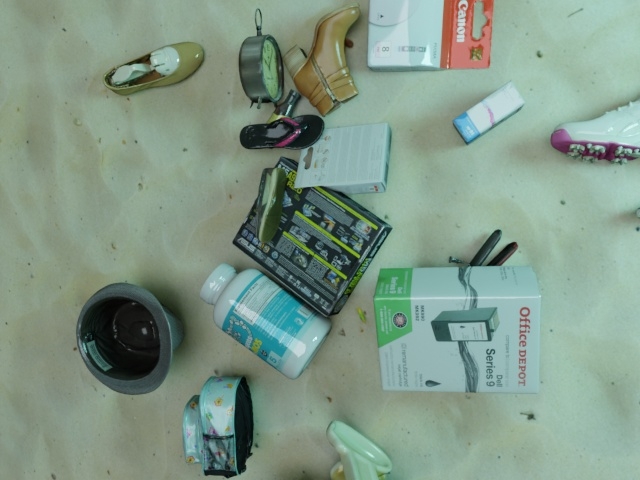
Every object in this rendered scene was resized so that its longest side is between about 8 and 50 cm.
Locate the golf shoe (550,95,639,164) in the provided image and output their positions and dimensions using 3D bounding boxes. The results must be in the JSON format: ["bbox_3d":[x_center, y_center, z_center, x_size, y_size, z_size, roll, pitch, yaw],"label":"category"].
[{"bbox_3d":[0.563,-0.207,0.998,0.306,0.115,0.140,2,85,8],"label":"golf shoe"}]

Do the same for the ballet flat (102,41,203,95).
[{"bbox_3d":[-0.365,-0.369,1.232,0.232,0.073,0.080,-18,91,15],"label":"ballet flat"}]

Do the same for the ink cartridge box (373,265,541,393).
[{"bbox_3d":[0.255,0.165,1.066,0.288,0.121,0.211,-3,113,13],"label":"ink cartridge box"}]

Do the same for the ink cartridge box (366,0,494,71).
[{"bbox_3d":[0.208,-0.425,1.089,0.232,0.066,0.189,4,96,18],"label":"ink cartridge box"}]

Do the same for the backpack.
[{"bbox_3d":[-0.213,0.382,1.214,0.144,0.166,0.189,6,94,4],"label":"backpack"}]

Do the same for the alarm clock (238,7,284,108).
[{"bbox_3d":[-0.120,-0.361,1.137,0.064,0.129,0.192,3,104,15],"label":"alarm clock"}]

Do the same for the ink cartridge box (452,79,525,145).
[{"bbox_3d":[0.312,-0.234,1.060,0.122,0.088,0.052,-35,86,15],"label":"ink cartridge box"}]

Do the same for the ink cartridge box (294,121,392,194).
[{"bbox_3d":[0.047,-0.157,1.129,0.179,0.045,0.146,-4,60,22],"label":"ink cartridge box"}]

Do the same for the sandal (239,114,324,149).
[{"bbox_3d":[-0.080,-0.215,1.144,0.179,0.040,0.067,-6,83,10],"label":"sandal"}]

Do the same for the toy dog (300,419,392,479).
[{"bbox_3d":[0.021,0.633,1.152,0.395,0.285,0.408,35,104,-28],"label":"toy dog"}]

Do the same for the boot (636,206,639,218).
[{"bbox_3d":[0.656,-0.079,1.003,0.189,0.069,0.086,0,88,7],"label":"boot"}]

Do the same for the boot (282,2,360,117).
[{"bbox_3d":[0.034,-0.355,1.133,0.197,0.073,0.152,-36,84,27],"label":"boot"}]

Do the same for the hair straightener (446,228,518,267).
[{"bbox_3d":[0.275,0.064,1.120,0.089,0.047,0.230,39,109,-6],"label":"hair straightener"}]

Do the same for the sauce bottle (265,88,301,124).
[{"bbox_3d":[-0.084,-0.253,1.186,0.042,0.042,0.128,35,104,9],"label":"sauce bottle"}]

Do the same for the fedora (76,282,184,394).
[{"bbox_3d":[-0.403,0.209,1.268,0.275,0.124,0.244,-7,91,23],"label":"fedora"}]

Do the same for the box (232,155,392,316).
[{"bbox_3d":[-0.023,-0.010,1.159,0.270,0.060,0.216,35,102,20],"label":"box"}]

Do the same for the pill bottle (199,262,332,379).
[{"bbox_3d":[-0.118,0.156,1.179,0.264,0.146,0.146,34,102,10],"label":"pill bottle"}]

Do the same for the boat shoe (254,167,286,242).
[{"bbox_3d":[-0.106,-0.071,1.138,0.049,0.056,0.152,11,84,29],"label":"boat shoe"}]
